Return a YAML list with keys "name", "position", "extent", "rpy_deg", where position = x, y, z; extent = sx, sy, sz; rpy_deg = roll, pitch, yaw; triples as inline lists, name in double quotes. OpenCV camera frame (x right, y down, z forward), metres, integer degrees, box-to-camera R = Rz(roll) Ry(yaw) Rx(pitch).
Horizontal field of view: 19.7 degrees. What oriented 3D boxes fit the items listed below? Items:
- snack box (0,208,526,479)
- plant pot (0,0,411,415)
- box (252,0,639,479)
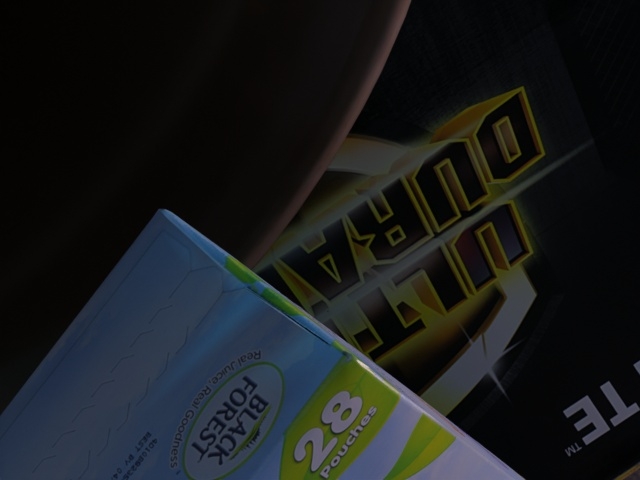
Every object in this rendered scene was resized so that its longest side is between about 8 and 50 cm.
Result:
- name: "snack box"
  position: [-0.023, 0.112, 0.463]
  extent: [0.070, 0.174, 0.207]
  rpy_deg: [36, -2, 35]
- name: "plant pot"
  position: [-0.172, -0.117, 0.492]
  extent: [0.280, 0.323, 0.323]
  rpy_deg: [42, 1, 28]
- name: "box"
  position: [0.000, 0.000, 0.647]
  extent: [0.257, 0.322, 0.079]
  rpy_deg: [57, 0, 10]
